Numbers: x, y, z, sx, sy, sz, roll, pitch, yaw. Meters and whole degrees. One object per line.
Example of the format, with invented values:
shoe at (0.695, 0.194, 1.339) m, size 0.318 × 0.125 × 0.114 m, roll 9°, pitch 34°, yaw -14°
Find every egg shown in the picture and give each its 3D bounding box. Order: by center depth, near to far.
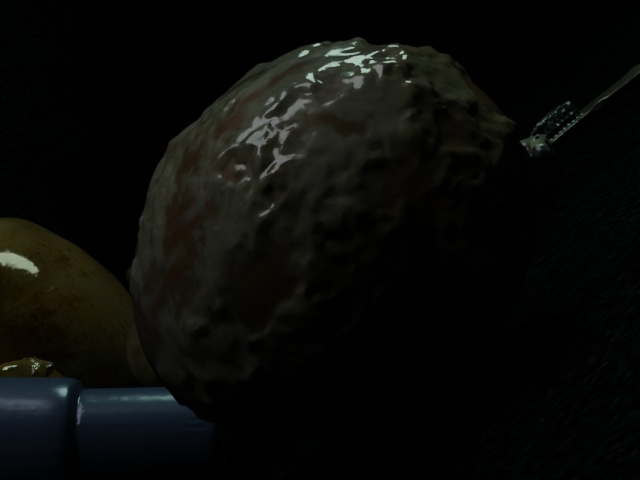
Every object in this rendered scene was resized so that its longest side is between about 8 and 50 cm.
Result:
egg at (0.005, 0.004, 0.918) m, size 0.245 × 0.203 × 0.203 m, roll -41°, pitch 2°, yaw 17°

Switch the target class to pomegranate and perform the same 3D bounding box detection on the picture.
pomegranate at (-0.315, 0.121, 1.661) m, size 0.319 × 0.319 × 0.319 m, roll -36°, pitch 4°, yaw 3°

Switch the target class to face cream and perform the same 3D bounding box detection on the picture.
face cream at (-0.251, 0.134, 1.070) m, size 0.385 × 0.135 × 0.086 m, roll -3°, pitch -11°, yaw 2°

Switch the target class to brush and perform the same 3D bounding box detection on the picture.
brush at (0.254, -0.132, 1.634) m, size 0.190 × 0.027 × 0.034 m, roll -37°, pitch 6°, yaw -23°

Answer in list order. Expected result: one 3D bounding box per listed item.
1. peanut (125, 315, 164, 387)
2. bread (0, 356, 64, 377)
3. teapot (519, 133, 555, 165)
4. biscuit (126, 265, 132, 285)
peanut at (-0.014, 0.044, 1.186) m, size 0.274 × 0.125 × 0.111 m, roll -30°, pitch -30°, yaw 20°
bread at (-0.236, 0.181, 1.194) m, size 0.149 × 0.158 × 0.143 m, roll -40°, pitch 1°, yaw 38°
teapot at (0.129, -0.044, 1.297) m, size 0.107 × 0.077 × 0.200 m, roll -32°, pitch 5°, yaw 10°
biscuit at (0.000, 0.000, 1.622) m, size 0.368 × 0.076 × 0.394 m, roll -20°, pitch 4°, yaw -7°
